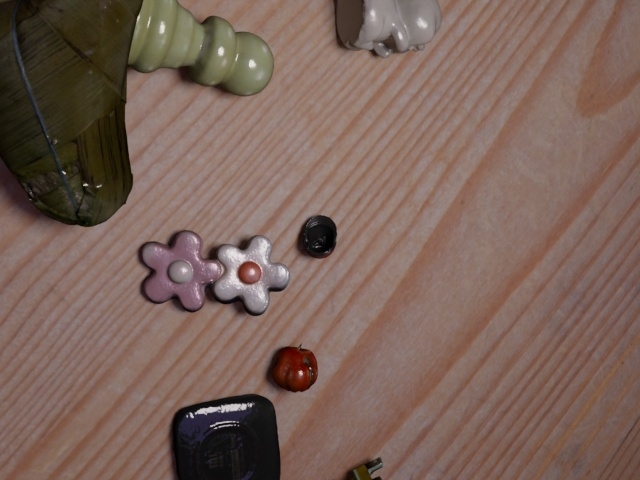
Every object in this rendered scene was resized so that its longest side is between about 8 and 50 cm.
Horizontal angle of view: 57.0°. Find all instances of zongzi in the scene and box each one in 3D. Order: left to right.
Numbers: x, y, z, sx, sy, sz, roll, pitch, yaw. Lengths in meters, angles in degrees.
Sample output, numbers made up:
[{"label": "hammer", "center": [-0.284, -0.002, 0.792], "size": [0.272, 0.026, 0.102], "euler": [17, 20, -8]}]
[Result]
[{"label": "zongzi", "center": [-0.295, -0.204, 0.808], "size": [0.360, 0.160, 0.323], "euler": [-20, 115, 16]}]

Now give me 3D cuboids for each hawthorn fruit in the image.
[{"label": "hawthorn fruit", "center": [-0.046, 0.238, 1.110], "size": [0.093, 0.093, 0.093], "euler": [-4, 99, -26]}]

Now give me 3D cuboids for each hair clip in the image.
[{"label": "hair clip", "center": [-0.182, 0.055, 1.028], "size": [0.257, 0.075, 0.146], "euler": [4, 100, -22]}]

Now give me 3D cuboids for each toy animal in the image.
[{"label": "toy animal", "center": [0.126, -0.428, 1.075], "size": [0.193, 0.127, 0.179], "euler": [-18, 103, -20]}]

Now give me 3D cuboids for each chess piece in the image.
[{"label": "chess piece", "center": [-0.192, -0.307, 0.938], "size": [0.251, 0.144, 0.144], "euler": [11, 92, -34]}]

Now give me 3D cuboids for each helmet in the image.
[{"label": "helmet", "center": [0.000, -0.001, 1.117], "size": [0.065, 0.049, 0.084], "euler": [7, 66, 6]}]

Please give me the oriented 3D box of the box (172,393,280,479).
[{"label": "box", "center": [-0.168, 0.393, 1.094], "size": [0.201, 0.042, 0.213], "euler": [-6, 99, -23]}]

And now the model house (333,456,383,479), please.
[{"label": "model house", "center": [0.083, 0.593, 1.161], "size": [0.215, 0.198, 0.224], "euler": [-25, 110, -4]}]
